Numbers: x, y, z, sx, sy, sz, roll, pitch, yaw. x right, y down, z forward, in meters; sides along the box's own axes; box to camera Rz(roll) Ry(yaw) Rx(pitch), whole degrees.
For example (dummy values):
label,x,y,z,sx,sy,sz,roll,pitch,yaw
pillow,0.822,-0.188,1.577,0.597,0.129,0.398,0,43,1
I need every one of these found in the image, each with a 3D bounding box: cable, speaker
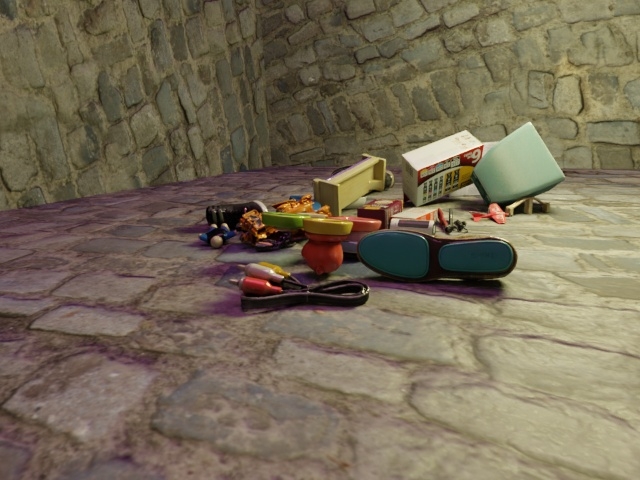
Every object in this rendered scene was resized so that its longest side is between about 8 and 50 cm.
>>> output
label,x,y,z,sx,sy,sz,roll,pitch,yaw
cable,-0.049,0.094,0.881,0.287,0.072,0.139,2,21,17
speaker,0.289,-0.038,1.357,0.136,0.055,0.055,5,17,25

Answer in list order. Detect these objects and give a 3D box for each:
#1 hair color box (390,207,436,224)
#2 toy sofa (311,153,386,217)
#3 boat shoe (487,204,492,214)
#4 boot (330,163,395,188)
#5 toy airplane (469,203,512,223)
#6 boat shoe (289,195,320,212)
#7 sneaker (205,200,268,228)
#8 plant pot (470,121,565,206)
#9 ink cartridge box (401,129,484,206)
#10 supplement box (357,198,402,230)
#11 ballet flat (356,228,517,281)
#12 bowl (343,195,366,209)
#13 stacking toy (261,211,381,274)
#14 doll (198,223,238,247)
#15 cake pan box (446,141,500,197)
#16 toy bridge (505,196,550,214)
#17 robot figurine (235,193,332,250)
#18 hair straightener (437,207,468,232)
label,x,y,z,sx,sy,sz,roll,pitch,yaw
hair color box,0.321,-0.071,1.475,0.093,0.053,0.167,8,19,39
toy sofa,0.103,-0.232,1.759,0.177,0.150,0.362,21,37,33
boat shoe,0.650,-0.117,1.624,0.035,0.035,0.100,8,19,36
boot,0.171,-0.316,2.285,0.377,0.138,0.284,13,20,29
toy airplane,0.604,-0.088,1.534,0.151,0.028,0.151,-2,30,1
boat shoe,-0.055,-0.107,1.620,0.109,0.089,0.258,3,14,-13
sneaker,-0.308,-0.081,1.543,0.147,0.104,0.296,-17,14,-37
plant pot,0.736,-0.260,1.681,0.252,0.247,0.247,-29,-11,11
ink cartridge box,0.513,-0.279,1.839,0.309,0.272,0.130,-23,48,-8
supplement box,0.210,-0.090,1.509,0.104,0.080,0.188,5,17,27
ballet flat,0.260,0.039,0.992,0.349,0.123,0.123,2,15,18
bowl,0.125,-0.171,1.885,0.142,0.053,0.142,-3,15,-4
stacking toy,0.000,0.000,1.157,0.280,0.130,0.309,8,7,34
doll,-0.329,-0.018,1.400,0.129,0.046,0.189,-6,15,-7
cake pan box,0.710,-0.332,2.023,0.267,0.245,0.070,-5,11,-4
toy bridge,0.772,-0.130,1.600,0.188,0.063,0.026,-7,15,-15
robot figurine,-0.123,-0.060,1.365,0.291,0.085,0.211,-20,37,-29
hair straightener,0.451,-0.068,1.451,0.089,0.047,0.230,-1,15,8
